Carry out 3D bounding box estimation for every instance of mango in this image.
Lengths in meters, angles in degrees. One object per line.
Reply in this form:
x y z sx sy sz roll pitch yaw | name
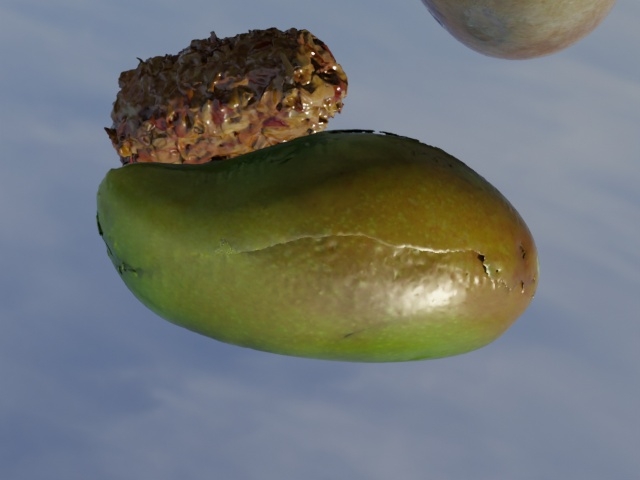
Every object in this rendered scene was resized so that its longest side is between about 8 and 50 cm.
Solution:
0.000 0.000 0.857 0.233 0.125 0.111 12 -163 -7 | mango
0.168 -0.301 1.468 0.221 0.199 0.384 8 157 19 | mango

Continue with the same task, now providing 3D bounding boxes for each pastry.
-0.068 -0.090 1.042 0.169 0.087 0.063 -15 148 24 | pastry
